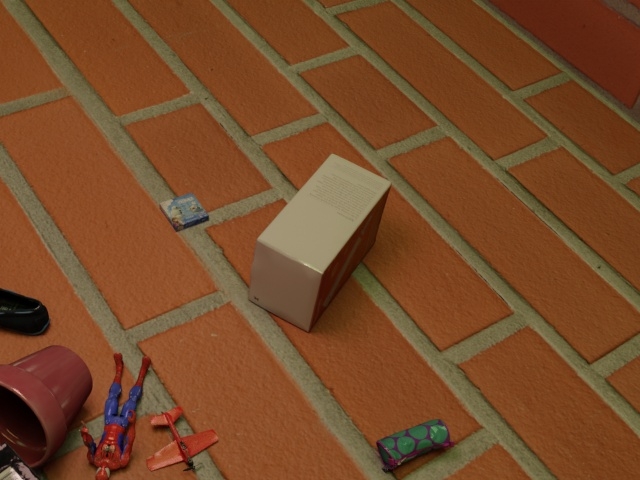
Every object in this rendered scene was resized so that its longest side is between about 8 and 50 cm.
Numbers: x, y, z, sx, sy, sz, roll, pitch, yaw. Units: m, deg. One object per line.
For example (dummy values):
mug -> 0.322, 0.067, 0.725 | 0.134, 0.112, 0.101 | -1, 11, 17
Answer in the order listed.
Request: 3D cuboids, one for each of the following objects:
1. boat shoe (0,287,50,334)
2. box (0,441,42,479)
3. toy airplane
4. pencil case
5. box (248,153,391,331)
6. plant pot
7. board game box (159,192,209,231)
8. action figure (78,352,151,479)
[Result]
boat shoe -> -0.695, 0.120, 1.835 | 0.258, 0.089, 0.109 | 9, 47, -3
box -> -0.528, 0.460, 1.508 | 0.156, 0.158, 0.093 | 38, 52, 21
toy airplane -> -0.280, 0.388, 1.715 | 0.151, 0.028, 0.151 | 5, 48, -6
pencil case -> 0.190, 0.413, 1.762 | 0.152, 0.064, 0.070 | -16, 37, -23
box -> 0.000, 0.000, 2.000 | 0.168, 0.215, 0.345 | 28, 49, 13
plant pot -> -0.538, 0.298, 1.649 | 0.201, 0.201, 0.180 | 26, 32, 12
board game box -> -0.334, -0.071, 2.131 | 0.090, 0.020, 0.090 | -22, 54, -28
action figure -> -0.394, 0.326, 1.681 | 0.091, 0.139, 0.280 | 7, 49, -3
